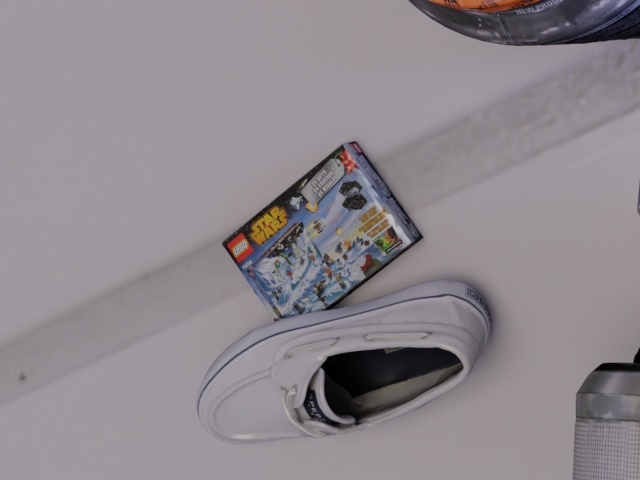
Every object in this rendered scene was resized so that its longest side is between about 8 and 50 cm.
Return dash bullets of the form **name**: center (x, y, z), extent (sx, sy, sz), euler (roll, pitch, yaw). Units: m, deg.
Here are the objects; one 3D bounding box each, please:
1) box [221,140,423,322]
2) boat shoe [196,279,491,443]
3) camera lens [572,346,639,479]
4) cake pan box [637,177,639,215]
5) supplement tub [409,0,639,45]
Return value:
- **box**: center (0.000, 0.000, 1.359), extent (0.137, 0.027, 0.094), euler (-38, 82, 25)
- **boat shoe**: center (0.006, 0.104, 1.325), extent (0.258, 0.084, 0.095), euler (-27, 110, 27)
- **camera lens**: center (0.270, 0.208, 1.125), extent (0.219, 0.219, 0.274), euler (1, 85, 26)
- **cake pan box**: center (0.305, -0.003, 1.048), extent (0.267, 0.246, 0.070), euler (41, 120, -12)
- **supplement tub**: center (0.153, -0.224, 1.080), extent (0.207, 0.338, 0.207), euler (4, 99, 25)
